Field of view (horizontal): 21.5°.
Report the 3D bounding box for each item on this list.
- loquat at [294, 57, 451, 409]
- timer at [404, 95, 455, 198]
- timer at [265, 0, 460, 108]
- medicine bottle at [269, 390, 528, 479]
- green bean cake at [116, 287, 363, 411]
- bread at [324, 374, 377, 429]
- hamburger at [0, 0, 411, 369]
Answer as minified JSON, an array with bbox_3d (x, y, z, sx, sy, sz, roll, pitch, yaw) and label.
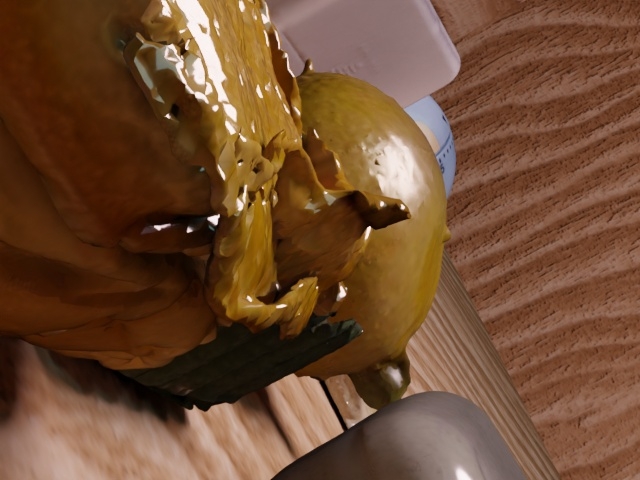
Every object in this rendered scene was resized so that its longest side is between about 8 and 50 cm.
[{"bbox_3d":[0.000,0.000,0.932,0.172,0.149,0.204,-108,179,-79],"label":"loquat"},{"bbox_3d":[0.018,-0.099,1.406,0.255,0.175,0.175,59,6,-44],"label":"timer"},{"bbox_3d":[-0.036,-0.187,1.239,0.195,0.194,0.192,65,8,26],"label":"timer"},{"bbox_3d":[0.099,0.247,0.725,0.375,0.123,0.282,61,8,6],"label":"medicine bottle"},{"bbox_3d":[-0.071,-0.024,0.720,0.181,0.094,0.173,63,8,15],"label":"green bean cake"},{"bbox_3d":[0.038,0.051,1.185,0.152,0.105,0.077,62,13,18],"label":"bread"},{"bbox_3d":[-0.099,-0.087,0.495,0.318,0.158,0.318,60,6,-10],"label":"hamburger"}]
